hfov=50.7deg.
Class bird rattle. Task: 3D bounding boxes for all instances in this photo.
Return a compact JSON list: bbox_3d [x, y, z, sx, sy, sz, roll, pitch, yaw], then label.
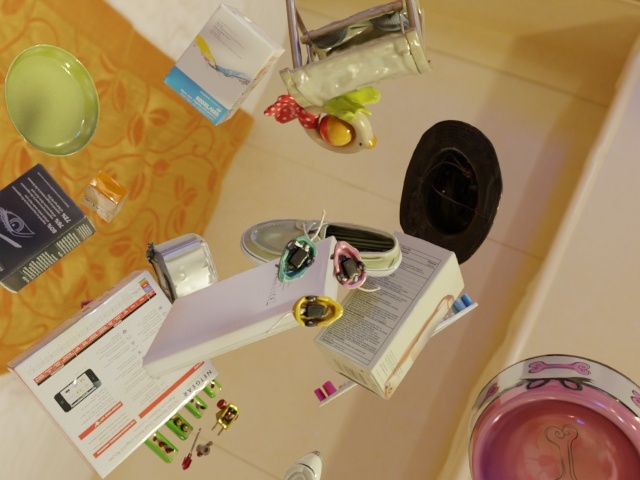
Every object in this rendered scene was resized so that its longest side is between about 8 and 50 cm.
[{"bbox_3d":[0.014,-0.263,1.481,0.207,0.254,0.143,54,42,-38],"label":"bird rattle"}]

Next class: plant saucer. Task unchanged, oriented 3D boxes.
[{"bbox_3d":[-0.593,-0.304,1.481,0.241,0.037,0.240,-1,91,-59],"label":"plant saucer"}]

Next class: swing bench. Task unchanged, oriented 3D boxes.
[{"bbox_3d":[0.070,-0.381,1.290,0.165,0.253,0.254,54,29,-52],"label":"swing bench"}]

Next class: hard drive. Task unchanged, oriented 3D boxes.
[{"bbox_3d":[-0.117,0.102,1.074,0.040,0.308,0.203,62,16,-21],"label":"hard drive"}]

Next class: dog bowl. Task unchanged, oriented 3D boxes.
[{"bbox_3d":[0.479,0.441,1.335,0.150,0.408,0.407,-13,125,-66],"label":"dog bowl"}]

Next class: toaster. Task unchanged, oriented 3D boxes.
[{"bbox_3d":[-0.374,0.077,1.834,0.146,0.129,0.227,-26,113,-26],"label":"toaster"}]

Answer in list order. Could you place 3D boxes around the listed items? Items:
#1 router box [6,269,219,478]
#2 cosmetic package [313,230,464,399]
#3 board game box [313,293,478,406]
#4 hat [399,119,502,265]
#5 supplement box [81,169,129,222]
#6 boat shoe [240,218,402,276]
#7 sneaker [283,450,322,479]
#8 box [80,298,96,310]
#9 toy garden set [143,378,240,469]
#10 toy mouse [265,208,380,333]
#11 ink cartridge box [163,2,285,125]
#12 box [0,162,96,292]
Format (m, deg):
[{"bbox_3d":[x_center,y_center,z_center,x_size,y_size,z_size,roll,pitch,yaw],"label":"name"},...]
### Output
[{"bbox_3d":[-0.435,0.279,1.458,0.335,0.082,0.301,-40,109,-30],"label":"router box"},{"bbox_3d":[0.142,0.145,1.350,0.296,0.153,0.129,-51,140,-19],"label":"cosmetic package"},{"bbox_3d":[0.210,0.302,1.890,0.390,0.050,0.390,-42,165,35],"label":"board game box"},{"bbox_3d":[0.327,-0.107,1.558,0.134,0.331,0.331,-2,119,-37],"label":"hat"},{"bbox_3d":[-0.376,-0.075,1.177,0.036,0.062,0.098,-58,-169,-29],"label":"supplement box"},{"bbox_3d":[0.000,0.000,1.240,0.094,0.302,0.109,86,9,-62],"label":"boat shoe"},{"bbox_3d":[-0.059,0.572,1.493,0.235,0.090,0.095,-61,171,20],"label":"sneaker"},{"bbox_3d":[-0.520,0.245,1.676,0.257,0.123,0.128,116,-37,-60],"label":"box"},{"bbox_3d":[-0.322,0.475,1.762,0.203,0.049,0.244,53,52,-27],"label":"toy garden set"},{"bbox_3d":[-0.001,0.033,0.830,0.031,0.161,0.143,-177,-97,-66],"label":"toy mouse"},{"bbox_3d":[-0.230,-0.431,1.654,0.232,0.168,0.171,-48,-173,16],"label":"ink cartridge box"},{"bbox_3d":[-0.582,-0.023,1.339,0.207,0.153,0.108,-40,172,-16],"label":"box"}]
